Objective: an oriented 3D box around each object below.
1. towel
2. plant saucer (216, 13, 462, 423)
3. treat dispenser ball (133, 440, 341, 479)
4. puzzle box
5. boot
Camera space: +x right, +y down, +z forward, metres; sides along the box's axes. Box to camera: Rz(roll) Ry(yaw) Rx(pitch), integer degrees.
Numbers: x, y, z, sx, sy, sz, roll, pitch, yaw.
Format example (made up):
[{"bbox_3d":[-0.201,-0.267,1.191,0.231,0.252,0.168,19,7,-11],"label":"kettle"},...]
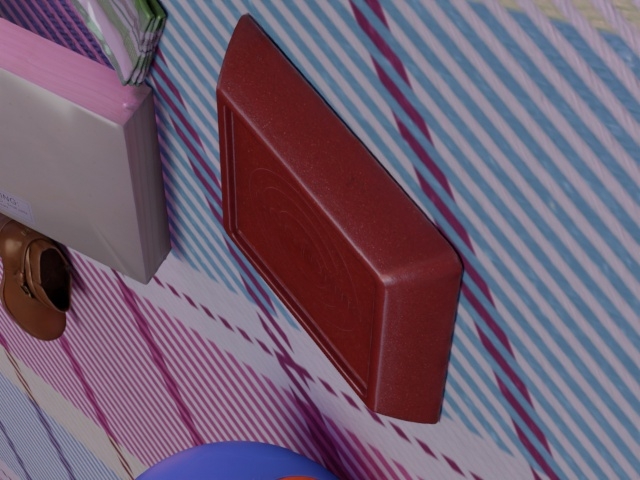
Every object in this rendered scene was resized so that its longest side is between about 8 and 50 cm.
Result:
[{"bbox_3d":[-0.174,-0.198,1.606,0.113,0.023,0.152,55,161,7],"label":"towel"},{"bbox_3d":[0.000,0.000,1.434,0.258,0.047,0.259,50,159,24],"label":"plant saucer"},{"bbox_3d":[-0.075,0.326,1.763,0.288,0.288,0.288,49,160,25],"label":"treat dispenser ball"},{"bbox_3d":[-0.331,-0.129,1.825,0.409,0.052,0.272,26,152,15],"label":"puzzle box"},{"bbox_3d":[-0.341,0.064,2.387,0.152,0.073,0.197,26,146,52],"label":"boot"}]
